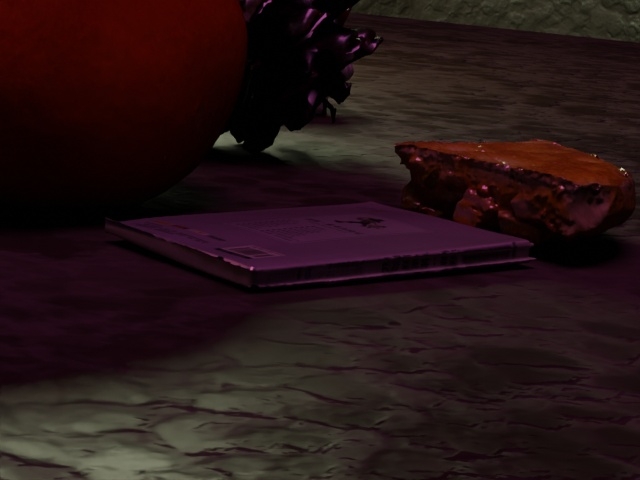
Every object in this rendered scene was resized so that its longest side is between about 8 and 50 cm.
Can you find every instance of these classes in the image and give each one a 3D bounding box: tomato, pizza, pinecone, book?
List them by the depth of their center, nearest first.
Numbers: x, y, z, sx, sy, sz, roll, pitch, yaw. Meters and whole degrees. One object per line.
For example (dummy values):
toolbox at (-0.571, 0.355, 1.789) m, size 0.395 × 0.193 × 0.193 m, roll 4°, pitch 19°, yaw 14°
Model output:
book at (0.000, 0.000, 0.912) m, size 0.181 × 0.014 × 0.127 m, roll -5°, pitch 14°, yaw -40°
tomato at (-0.172, -0.114, 1.013) m, size 0.260 × 0.180 × 0.260 m, roll 2°, pitch 10°, yaw 0°
pizza at (0.108, -0.027, 1.015) m, size 0.134 × 0.046 × 0.175 m, roll 7°, pitch 10°, yaw 9°
pinecone at (-0.057, -0.159, 1.253) m, size 0.221 × 0.221 × 0.221 m, roll 4°, pitch 10°, yaw -1°

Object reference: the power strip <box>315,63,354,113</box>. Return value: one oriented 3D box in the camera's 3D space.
power strip at (-0.125, -0.137, 1.481) m, size 0.338 × 0.058 × 0.098 m, roll -2°, pitch 12°, yaw -28°
